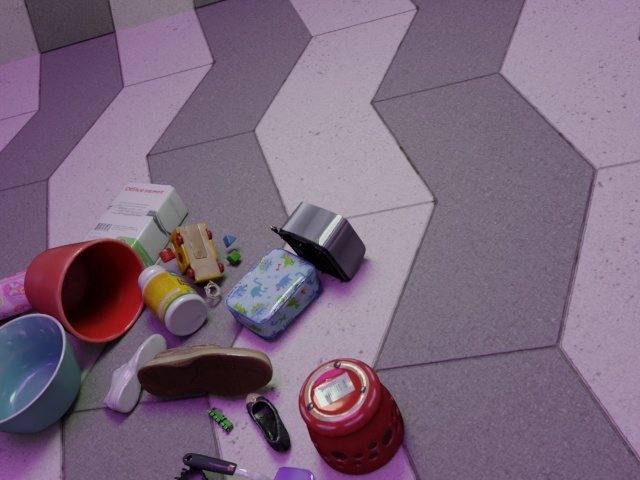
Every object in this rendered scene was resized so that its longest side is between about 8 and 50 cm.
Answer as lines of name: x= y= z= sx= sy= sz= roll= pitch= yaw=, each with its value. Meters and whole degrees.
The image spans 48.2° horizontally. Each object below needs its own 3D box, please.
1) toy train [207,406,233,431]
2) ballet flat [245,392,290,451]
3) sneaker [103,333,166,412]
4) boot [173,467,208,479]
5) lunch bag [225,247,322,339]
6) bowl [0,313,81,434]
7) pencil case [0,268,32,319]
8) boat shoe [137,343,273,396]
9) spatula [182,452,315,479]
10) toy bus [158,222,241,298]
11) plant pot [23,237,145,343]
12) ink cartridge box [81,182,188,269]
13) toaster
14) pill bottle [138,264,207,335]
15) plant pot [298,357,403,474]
toy train: x=-0.227 y=0.403 z=1.619 sx=0.024 sy=0.017 sz=0.083 roll=-35 pitch=43 yaw=-25
ballet flat: x=-0.115 y=0.388 z=1.558 sx=0.057 sy=0.049 sz=0.173 roll=-35 pitch=44 yaw=-11
sneaker: x=-0.467 y=0.320 z=1.772 sx=0.094 sy=0.080 sz=0.212 roll=0 pitch=49 yaw=40
boot: x=-0.275 y=0.535 z=1.497 sx=0.099 sy=0.045 sz=0.121 roll=-31 pitch=45 yaw=-15
lunch bag: x=-0.118 y=0.128 z=1.781 sx=0.176 sy=0.090 sz=0.219 roll=24 pitch=62 yaw=38
bowl: x=-0.725 y=0.356 z=1.779 sx=0.312 sy=0.163 sz=0.311 roll=-14 pitch=45 yaw=14
pencil case: x=-0.870 y=0.146 z=2.085 sx=0.284 sy=0.124 sz=0.124 roll=-18 pitch=44 yaw=6
boat shoe: x=-0.261 y=0.286 z=1.671 sx=0.341 sy=0.121 sz=0.110 roll=-5 pitch=25 yaw=20
spatula: x=-0.153 y=0.483 z=1.480 sx=0.297 sy=0.030 sz=0.084 roll=10 pitch=52 yaw=17
toy bus: x=-0.336 y=0.055 z=1.939 sx=0.104 sy=0.191 sz=0.202 roll=-44 pitch=17 yaw=53
plant pot: x=-0.646 y=0.123 z=1.924 sx=0.243 sy=0.275 sz=0.275 roll=4 pitch=50 yaw=40
ink cartridge box: x=-0.549 y=-0.034 z=2.115 sx=0.198 sy=0.114 sz=0.273 roll=7 pitch=52 yaw=29
toaster: x=0.000 y=0.000 z=1.782 sx=0.168 sy=0.185 sz=0.110 roll=21 pitch=70 yaw=38
pill bottle: x=-0.393 y=0.149 z=1.866 sx=0.117 sy=0.117 sz=0.208 roll=-40 pitch=44 yaw=-15
plant pot: x=0.057 y=0.347 z=1.433 sx=0.191 sy=0.174 sz=0.191 roll=-12 pitch=47 yaw=13
